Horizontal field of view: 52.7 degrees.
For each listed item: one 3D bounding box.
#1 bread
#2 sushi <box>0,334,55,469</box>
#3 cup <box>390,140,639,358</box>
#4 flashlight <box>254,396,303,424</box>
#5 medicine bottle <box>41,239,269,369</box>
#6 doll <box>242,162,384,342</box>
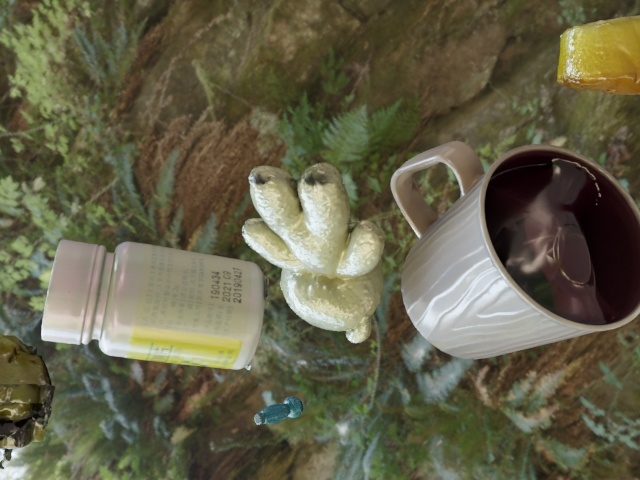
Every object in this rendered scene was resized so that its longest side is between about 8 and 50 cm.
[{"bbox_3d":[0.421,-0.238,0.838,0.245,0.094,0.102,-9,-168,-17],"label":"bread"},{"bbox_3d":[-0.379,0.158,0.690,0.139,0.131,0.291,13,177,-32],"label":"sushi"},{"bbox_3d":[0.213,0.018,0.816,0.288,0.208,0.273,25,156,-6],"label":"cup"},{"bbox_3d":[-0.096,0.399,1.509,0.129,0.051,0.051,-6,-138,-45],"label":"flashlight"},{"bbox_3d":[-0.302,0.117,1.210,0.378,0.214,0.213,11,-158,-18],"label":"medicine bottle"},{"bbox_3d":[0.005,0.000,0.873,0.175,0.149,0.278,32,152,38],"label":"doll"}]
